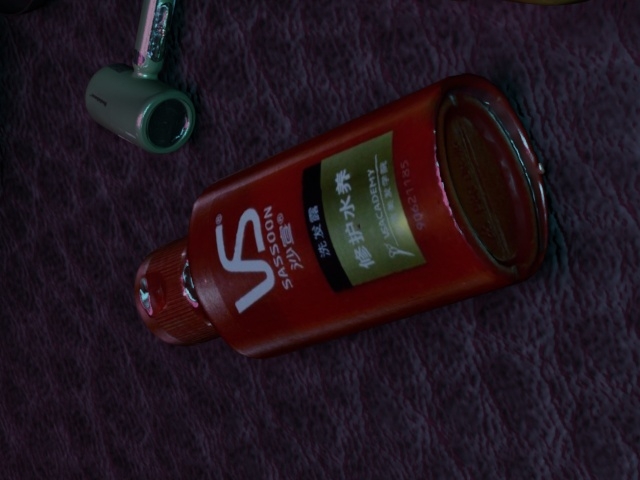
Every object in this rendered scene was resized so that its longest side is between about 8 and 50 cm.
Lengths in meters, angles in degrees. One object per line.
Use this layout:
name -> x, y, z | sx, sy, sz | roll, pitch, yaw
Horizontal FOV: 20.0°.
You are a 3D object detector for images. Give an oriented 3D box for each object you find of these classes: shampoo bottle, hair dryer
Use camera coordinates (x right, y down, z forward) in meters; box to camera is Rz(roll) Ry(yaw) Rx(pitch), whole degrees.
shampoo bottle -> 0.000, 0.000, 1.071 | 0.314, 0.076, 0.118 | -20, 89, 50
hair dryer -> -0.111, -0.136, 1.189 | 0.071, 0.047, 0.150 | 29, 115, 42

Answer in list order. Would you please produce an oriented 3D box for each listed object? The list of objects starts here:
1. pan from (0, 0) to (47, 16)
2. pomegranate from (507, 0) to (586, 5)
pan -> -0.246, -0.187, 1.324 | 0.212, 0.040, 0.115 | -47, 66, 37
pomegranate -> 0.080, -0.223, 0.797 | 0.260, 0.260, 0.260 | 18, 114, 45
